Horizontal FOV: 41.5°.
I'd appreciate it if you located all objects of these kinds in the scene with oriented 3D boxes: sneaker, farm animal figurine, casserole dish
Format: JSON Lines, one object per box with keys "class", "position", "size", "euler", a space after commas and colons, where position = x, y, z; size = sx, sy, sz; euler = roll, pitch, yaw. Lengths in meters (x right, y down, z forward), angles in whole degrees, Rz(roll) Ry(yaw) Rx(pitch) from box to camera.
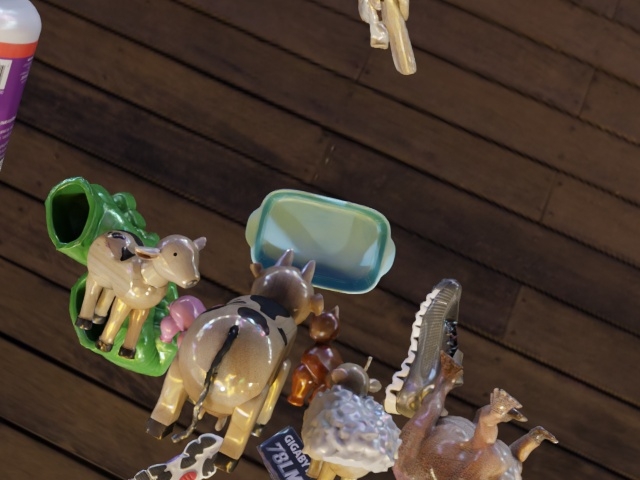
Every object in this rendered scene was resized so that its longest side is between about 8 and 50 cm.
{"class": "sneaker", "position": [0.186, 0.177, 1.309], "size": [0.106, 0.078, 0.234], "euler": [22, 89, 35]}
{"class": "sneaker", "position": [-0.203, 0.339, 1.199], "size": [0.170, 0.071, 0.068], "euler": [-30, 78, -9]}
{"class": "farm animal figurine", "position": [-0.086, 0.084, 0.838], "size": [0.330, 0.327, 0.172], "euler": [21, 101, -9]}
{"class": "casserole dish", "position": [0.000, 0.000, 1.070], "size": [0.188, 0.037, 0.114], "euler": [13, 97, -2]}

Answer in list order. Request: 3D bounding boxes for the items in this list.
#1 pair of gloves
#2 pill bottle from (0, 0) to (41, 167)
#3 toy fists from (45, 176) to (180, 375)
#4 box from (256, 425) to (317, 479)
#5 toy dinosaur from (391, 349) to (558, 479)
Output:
{"class": "pair of gloves", "position": [0.077, -0.349, 1.162], "size": [0.042, 0.204, 0.240], "euler": [-12, 30, -2]}
{"class": "pill bottle", "position": [-0.446, -0.140, 0.960], "size": [0.181, 0.181, 0.323], "euler": [25, 110, 2]}
{"class": "toy fists", "position": [-0.253, 0.042, 1.078], "size": [0.096, 0.142, 0.279], "euler": [-32, 59, 8]}
{"class": "box", "position": [0.028, 0.477, 1.302], "size": [0.073, 0.293, 0.295], "euler": [-31, 43, -13]}
{"class": "toy dinosaur", "position": [0.129, 0.240, 0.870], "size": [0.127, 0.296, 0.200], "euler": [40, 87, -18]}
